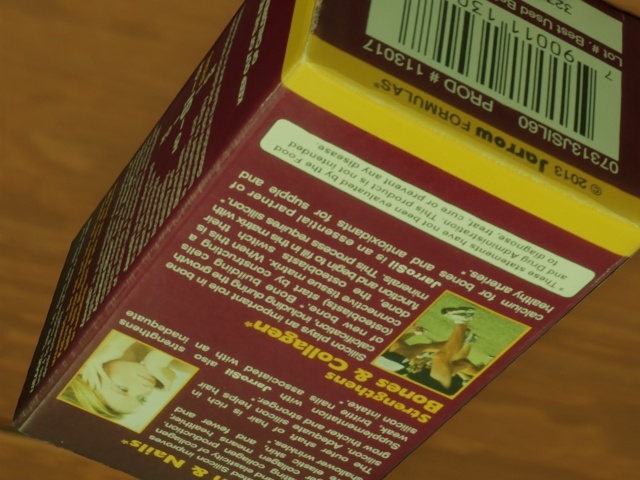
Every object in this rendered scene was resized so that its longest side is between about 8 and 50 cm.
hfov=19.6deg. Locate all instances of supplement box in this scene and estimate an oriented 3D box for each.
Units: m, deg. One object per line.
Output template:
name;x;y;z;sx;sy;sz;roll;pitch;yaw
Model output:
supplement box;0.000;0.000;0.528;0.104;0.081;0.188;26;136;-16
